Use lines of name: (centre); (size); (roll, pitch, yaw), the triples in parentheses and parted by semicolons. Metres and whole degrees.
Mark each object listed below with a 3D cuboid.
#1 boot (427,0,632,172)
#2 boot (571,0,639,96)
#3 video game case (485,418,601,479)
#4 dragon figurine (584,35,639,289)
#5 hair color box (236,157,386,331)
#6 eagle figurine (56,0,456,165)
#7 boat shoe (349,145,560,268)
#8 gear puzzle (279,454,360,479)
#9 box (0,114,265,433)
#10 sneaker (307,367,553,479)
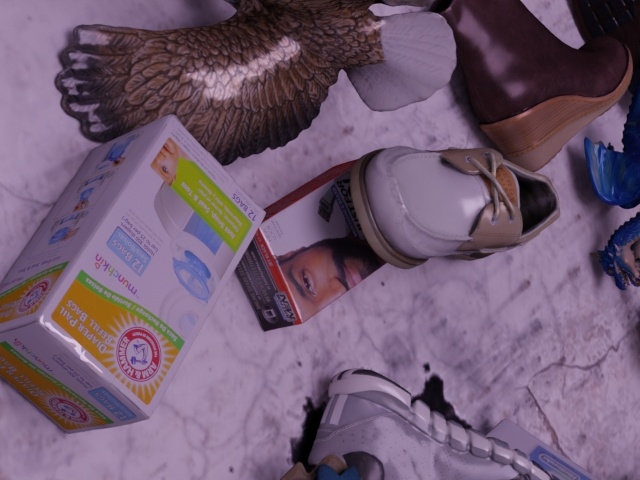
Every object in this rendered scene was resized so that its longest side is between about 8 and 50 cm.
boot: (0.228, -0.213, 1.444); (0.248, 0.090, 0.207); (-46, 113, -38)
boot: (0.359, -0.258, 1.618); (0.219, 0.082, 0.106); (59, 24, -9)
video game case: (0.213, 0.316, 1.162); (0.300, 0.329, 0.036); (-32, 146, -45)
dragon figurine: (0.345, -0.084, 1.515); (0.085, 0.144, 0.289); (5, 65, -58)
hair color box: (0.000, 0.000, 1.185); (0.167, 0.053, 0.093); (-34, 104, -43)
eagle figurine: (-0.046, -0.185, 1.105); (0.298, 0.225, 0.226); (-35, 114, -55)
boat shoe: (0.126, -0.040, 1.225); (0.302, 0.103, 0.113); (-2, 75, -64)
gear puzzle: (-0.041, 0.314, 1.012); (0.175, 0.044, 0.339); (47, 59, 2)
box: (-0.146, 0.026, 0.996); (0.114, 0.103, 0.203); (47, 50, -24)
sneaker: (0.087, 0.217, 1.176); (0.229, 0.086, 0.132); (29, 65, -8)
